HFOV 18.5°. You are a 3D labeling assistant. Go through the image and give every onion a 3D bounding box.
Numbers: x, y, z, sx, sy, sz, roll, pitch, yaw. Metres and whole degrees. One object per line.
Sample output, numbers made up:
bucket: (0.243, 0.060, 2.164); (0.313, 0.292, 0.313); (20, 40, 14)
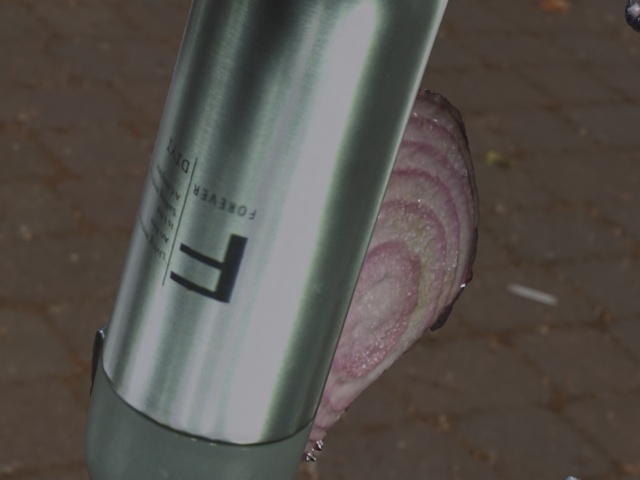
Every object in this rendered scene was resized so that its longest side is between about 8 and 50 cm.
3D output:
onion: (0.000, 0.000, 1.419); (0.111, 0.247, 0.250); (27, 57, 35)

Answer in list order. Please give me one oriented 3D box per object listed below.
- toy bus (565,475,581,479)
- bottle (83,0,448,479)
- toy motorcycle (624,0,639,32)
toy bus: (0.179, 0.286, 1.664); (0.064, 0.190, 0.075); (29, 28, -15)
bottle: (-0.028, -0.006, 0.660); (0.079, 0.254, 0.096); (-14, 41, -41)
toy motorcycle: (0.370, -0.215, 1.546); (0.260, 0.110, 0.171); (-27, 30, 7)
